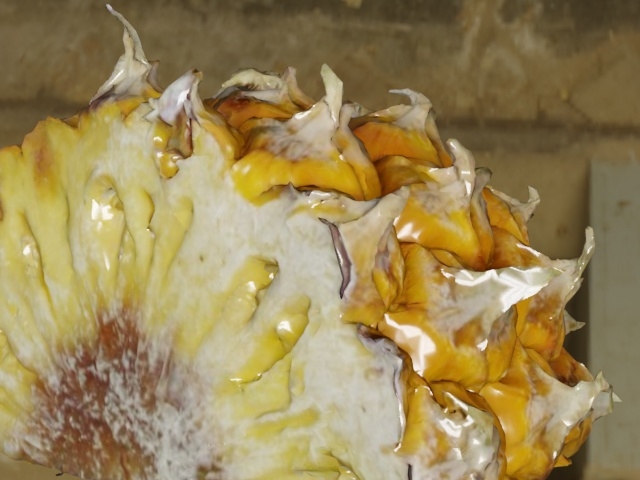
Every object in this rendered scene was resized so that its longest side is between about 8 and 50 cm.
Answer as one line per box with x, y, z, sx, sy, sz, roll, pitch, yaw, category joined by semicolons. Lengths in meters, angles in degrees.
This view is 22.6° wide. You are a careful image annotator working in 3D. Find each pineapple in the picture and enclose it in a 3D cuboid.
0.002;0.000;0.754;0.344;0.286;0.209;3;96;41;pineapple
